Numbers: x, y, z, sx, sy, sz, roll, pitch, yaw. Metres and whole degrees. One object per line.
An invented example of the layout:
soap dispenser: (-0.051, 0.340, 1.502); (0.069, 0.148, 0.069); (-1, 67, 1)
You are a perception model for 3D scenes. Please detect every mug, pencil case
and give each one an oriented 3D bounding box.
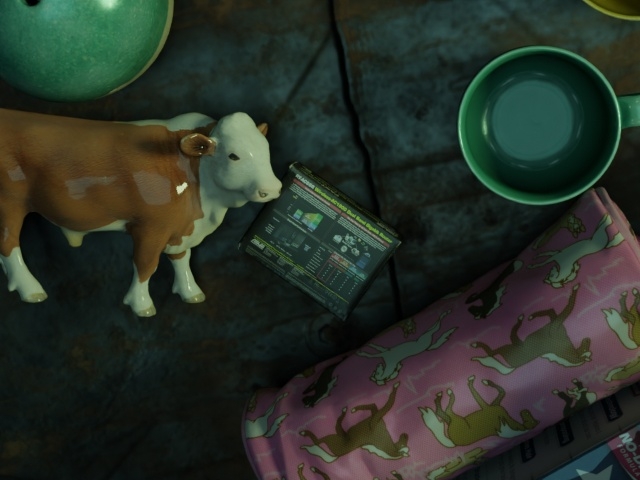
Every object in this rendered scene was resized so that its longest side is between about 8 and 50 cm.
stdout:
mug: (0.192, -0.093, 0.928); (0.157, 0.097, 0.129); (25, 101, 3)
pencil case: (0.114, 0.115, 0.941); (0.386, 0.167, 0.160); (-33, 73, 12)

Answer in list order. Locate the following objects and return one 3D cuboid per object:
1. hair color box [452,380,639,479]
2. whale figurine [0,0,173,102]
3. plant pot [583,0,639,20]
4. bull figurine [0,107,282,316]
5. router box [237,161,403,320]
hair color box: (0.184, 0.225, 0.948); (0.347, 0.174, 0.105); (-33, 95, 12)
whale figurine: (-0.244, -0.248, 0.935); (0.216, 0.141, 0.272); (-27, 95, 11)
plant pot: (0.256, -0.249, 0.891); (0.134, 0.095, 0.134); (3, 106, 10)
bull figurine: (-0.181, -0.035, 0.983); (0.310, 0.101, 0.188); (9, 106, 12)
router box: (0.000, 0.000, 1.001); (0.122, 0.038, 0.092); (35, 103, 0)
